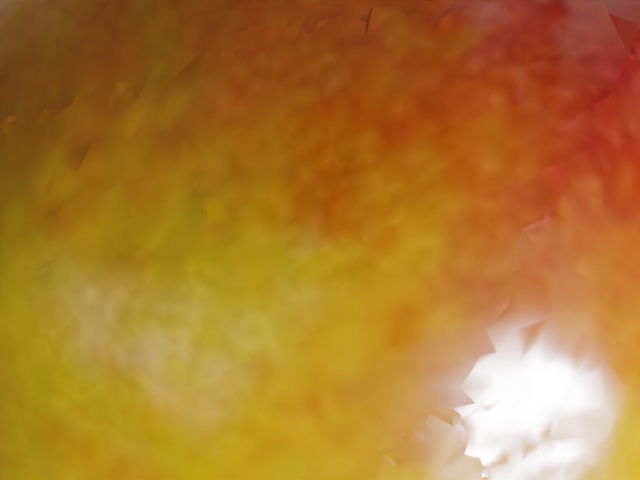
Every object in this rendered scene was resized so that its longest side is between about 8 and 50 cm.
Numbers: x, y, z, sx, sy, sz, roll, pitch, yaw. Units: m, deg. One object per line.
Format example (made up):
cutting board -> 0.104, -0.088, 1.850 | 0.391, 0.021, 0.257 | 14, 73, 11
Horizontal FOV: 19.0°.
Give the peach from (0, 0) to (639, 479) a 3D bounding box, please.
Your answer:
peach -> 0.000, 0.000, 0.571 | 0.332, 0.308, 0.307 | -20, -111, 47
